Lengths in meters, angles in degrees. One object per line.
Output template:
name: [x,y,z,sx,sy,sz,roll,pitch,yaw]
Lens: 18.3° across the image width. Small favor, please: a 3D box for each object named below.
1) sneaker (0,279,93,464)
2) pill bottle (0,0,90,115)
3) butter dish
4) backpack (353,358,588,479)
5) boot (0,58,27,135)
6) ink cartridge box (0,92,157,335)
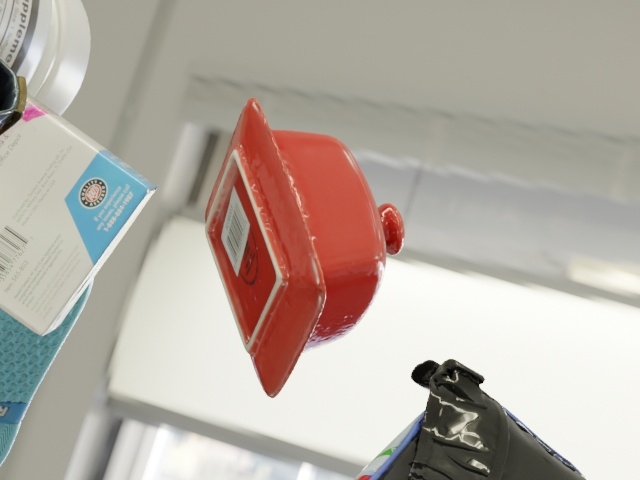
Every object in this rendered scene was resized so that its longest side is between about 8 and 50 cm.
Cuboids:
sneaker: [-0.315,0.068,1.568,0.127,0.319,0.208,17,25,-48]
pill bottle: [-0.275,-0.155,1.215,0.176,0.176,0.318,13,-5,26]
butter dish: [0.000,0.000,1.325,0.118,0.160,0.160,-10,-28,-21]
backpack: [0.092,0.240,1.206,0.276,0.213,0.263,35,25,16]
boot: [-0.210,-0.067,0.703,0.106,0.082,0.219,-35,-43,27]
ink cartridge box: [-0.196,-0.041,1.119,0.181,0.104,0.061,36,2,-2]
